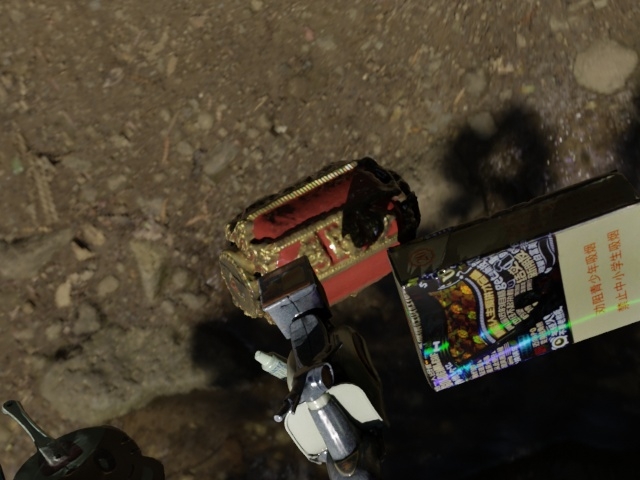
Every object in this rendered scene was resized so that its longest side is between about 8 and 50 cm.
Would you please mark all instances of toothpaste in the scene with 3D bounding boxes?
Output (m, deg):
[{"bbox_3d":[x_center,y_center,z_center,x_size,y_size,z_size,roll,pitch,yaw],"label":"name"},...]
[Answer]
[{"bbox_3d":[-0.029,0.217,1.489,0.048,0.029,0.197,-42,127,21],"label":"toothpaste"}]

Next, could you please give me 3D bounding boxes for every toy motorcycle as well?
[{"bbox_3d":[0.006,0.144,0.930,0.091,0.263,0.157,-28,120,7],"label":"toy motorcycle"}]

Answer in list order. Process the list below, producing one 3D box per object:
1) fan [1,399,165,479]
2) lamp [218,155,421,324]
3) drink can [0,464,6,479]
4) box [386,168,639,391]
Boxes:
[{"bbox_3d":[-0.280,0.233,1.022,0.227,0.153,0.008,34,145,36],"label":"fan"},{"bbox_3d":[0.000,0.000,1.273,0.274,0.177,0.177,-29,110,-19],"label":"lamp"},{"bbox_3d":[-0.512,0.418,1.414,0.118,0.118,0.204,-13,97,17],"label":"drink can"},{"bbox_3d":[0.258,0.055,1.205,0.310,0.084,0.198,-19,128,2],"label":"box"}]
